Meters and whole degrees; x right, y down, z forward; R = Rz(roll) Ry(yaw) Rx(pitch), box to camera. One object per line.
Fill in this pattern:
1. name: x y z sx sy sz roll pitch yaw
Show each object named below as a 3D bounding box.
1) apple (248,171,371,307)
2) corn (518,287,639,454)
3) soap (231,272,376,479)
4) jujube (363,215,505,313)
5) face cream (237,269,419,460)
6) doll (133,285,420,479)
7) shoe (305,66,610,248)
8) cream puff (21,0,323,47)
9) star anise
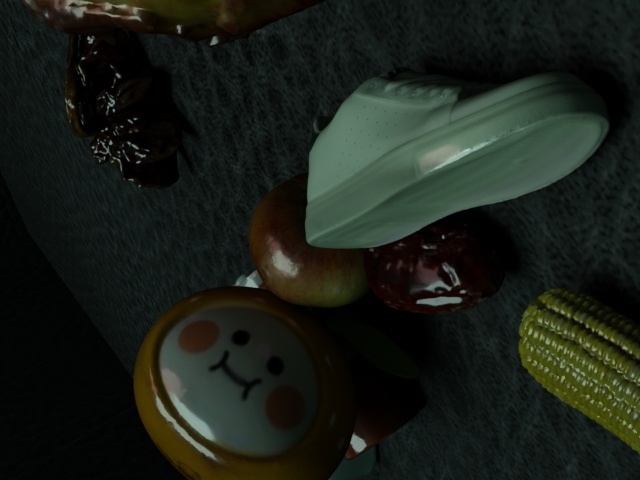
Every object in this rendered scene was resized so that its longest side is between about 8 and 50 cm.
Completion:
1. apple: 0.000 0.003 0.779 0.126 0.126 0.102 48 158 27
2. corn: 0.192 0.092 0.543 0.165 0.063 0.085 39 142 39
3. soap: -0.043 0.183 1.165 0.265 0.087 0.160 43 154 37
4. jujube: 0.085 0.019 0.680 0.129 0.077 0.077 8 126 58
5. face cream: 0.006 0.116 0.953 0.214 0.096 0.096 56 159 9
6. doll: -0.048 0.124 0.837 0.213 0.236 0.213 36 151 23
7. shoe: 0.064 -0.072 0.578 0.265 0.095 0.110 -27 64 54
8. cream puff: -0.105 -0.270 0.499 0.350 0.229 0.350 25 142 21
9. star anise: -0.262 -0.163 1.156 0.220 0.126 0.190 48 160 19
